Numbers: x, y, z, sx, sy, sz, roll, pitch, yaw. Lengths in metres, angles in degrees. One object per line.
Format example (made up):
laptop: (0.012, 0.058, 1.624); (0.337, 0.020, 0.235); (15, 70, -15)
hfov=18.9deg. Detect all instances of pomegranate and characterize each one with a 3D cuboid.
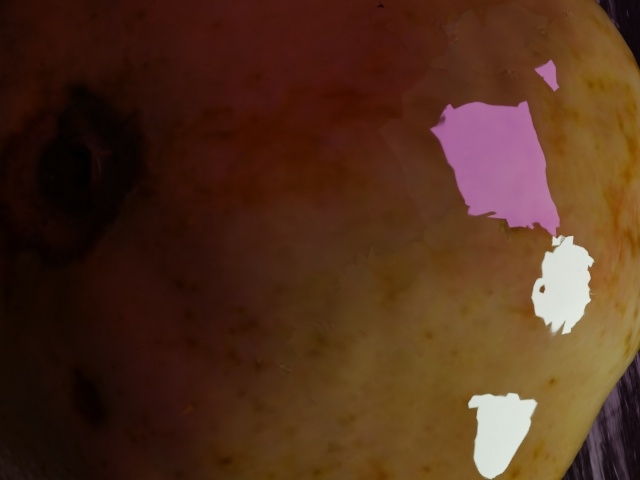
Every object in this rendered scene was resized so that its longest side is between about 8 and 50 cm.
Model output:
pomegranate: (-0.023, -0.004, 0.970); (0.411, 0.411, 0.411); (-9, 90, -66)
